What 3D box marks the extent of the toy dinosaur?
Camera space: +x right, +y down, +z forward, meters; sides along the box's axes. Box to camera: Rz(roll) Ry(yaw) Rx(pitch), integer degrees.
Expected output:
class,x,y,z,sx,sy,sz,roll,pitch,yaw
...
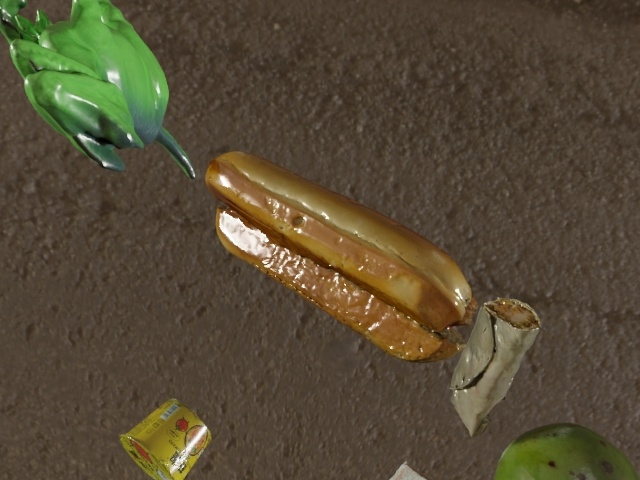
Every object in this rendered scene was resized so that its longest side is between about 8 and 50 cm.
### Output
class,x,y,z,sx,sy,sz,roll,pitch,yaw
toy dinosaur,-0.186,-0.123,0.784,0.144,0.500,0.374,-38,55,1

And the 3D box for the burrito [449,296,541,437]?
class,x,y,z,sx,sy,sz,roll,pitch,yaw
burrito,0.205,0.154,0.847,0.061,0.225,0.087,1,40,-10

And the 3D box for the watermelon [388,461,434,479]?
class,x,y,z,sx,sy,sz,roll,pitch,yaw
watermelon,0.192,0.584,1.381,0.201,0.262,0.212,22,77,55

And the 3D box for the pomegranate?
class,x,y,z,sx,sy,sz,roll,pitch,yaw
pomegranate,0.306,0.338,0.904,0.202,0.248,0.201,2,81,-12

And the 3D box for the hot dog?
class,x,y,z,sx,sy,sz,roll,pitch,yaw
hot dog,0.000,0.000,0.462,0.236,0.092,0.062,32,55,32

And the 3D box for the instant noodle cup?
class,x,y,z,sx,sy,sz,roll,pitch,yaw
instant noodle cup,-0.349,0.466,1.617,0.182,0.182,0.144,34,56,17
